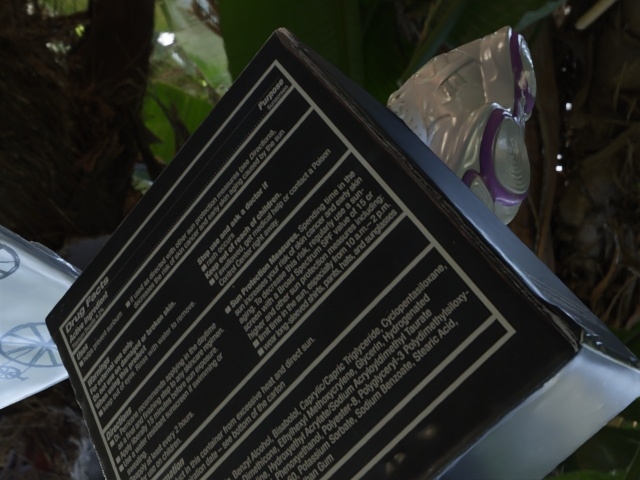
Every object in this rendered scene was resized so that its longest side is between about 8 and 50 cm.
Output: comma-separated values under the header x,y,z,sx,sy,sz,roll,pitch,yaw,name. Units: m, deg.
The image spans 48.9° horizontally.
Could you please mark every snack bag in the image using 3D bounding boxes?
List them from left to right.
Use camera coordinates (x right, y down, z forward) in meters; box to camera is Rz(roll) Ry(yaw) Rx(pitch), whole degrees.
x,y,z,sx,sy,sz,roll,pitch,yaw,name
-0.380,0.070,0.669,0.323,0.342,0.037,-26,-131,19,snack bag

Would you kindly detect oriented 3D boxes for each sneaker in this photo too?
x,y,z,sx,sy,sz,roll,pitch,yaw,name
0.131,-0.101,0.707,0.152,0.114,0.305,-9,-146,29,sneaker

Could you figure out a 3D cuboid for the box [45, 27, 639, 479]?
x,y,z,sx,sy,sz,roll,pitch,yaw,name
-0.002,0.073,0.489,0.296,0.182,0.294,-47,-126,15,box
